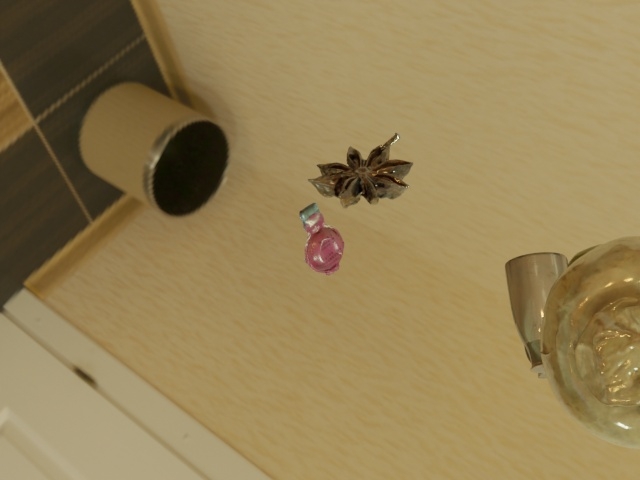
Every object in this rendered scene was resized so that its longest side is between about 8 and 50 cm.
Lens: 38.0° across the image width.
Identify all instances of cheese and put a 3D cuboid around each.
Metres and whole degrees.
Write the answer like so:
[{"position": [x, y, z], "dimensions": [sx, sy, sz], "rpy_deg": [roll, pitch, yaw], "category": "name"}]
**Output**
[{"position": [0.000, 0.000, 1.754], "dimensions": [0.095, 0.038, 0.145], "rpy_deg": [-34, 115, -30], "category": "cheese"}]

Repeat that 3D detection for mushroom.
[{"position": [0.431, 0.147, 1.213], "dimensions": [0.290, 0.297, 0.298], "rpy_deg": [-24, 135, -69], "category": "mushroom"}]

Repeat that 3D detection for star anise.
[{"position": [0.098, -0.139, 1.980], "dimensions": [0.262, 0.230, 0.081], "rpy_deg": [-46, 135, -42], "category": "star anise"}]

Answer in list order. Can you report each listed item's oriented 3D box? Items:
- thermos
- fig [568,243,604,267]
[{"position": [0.368, 0.132, 1.557], "dimensions": [0.137, 0.105, 0.193], "rpy_deg": [116, -28, -67], "category": "thermos"}, {"position": [0.511, 0.077, 1.706], "dimensions": [0.120, 0.136, 0.153], "rpy_deg": [-31, 137, -34], "category": "fig"}]
